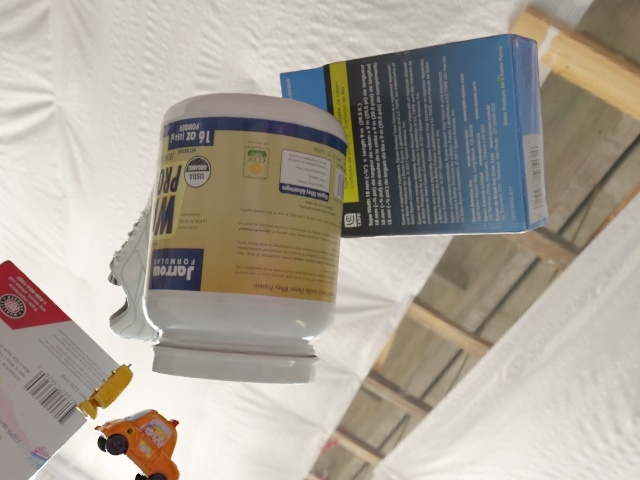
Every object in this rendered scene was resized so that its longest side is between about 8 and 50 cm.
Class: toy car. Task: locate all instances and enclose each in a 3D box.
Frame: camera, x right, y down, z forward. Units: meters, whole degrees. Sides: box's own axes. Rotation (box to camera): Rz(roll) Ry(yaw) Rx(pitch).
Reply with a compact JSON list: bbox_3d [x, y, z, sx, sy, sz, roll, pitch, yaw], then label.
[{"bbox_3d":[-0.091,0.101,0.434,0.060,0.040,0.122,40,-25,7],"label":"toy car"}]

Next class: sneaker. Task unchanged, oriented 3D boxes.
[{"bbox_3d":[-0.253,0.016,1.222,0.118,0.292,0.110,5,7,-12],"label":"sneaker"}]

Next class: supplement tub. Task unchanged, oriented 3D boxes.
[{"bbox_3d":[-0.089,0.005,0.977,0.228,0.316,0.228,4,-7,1],"label":"supplement tub"}]

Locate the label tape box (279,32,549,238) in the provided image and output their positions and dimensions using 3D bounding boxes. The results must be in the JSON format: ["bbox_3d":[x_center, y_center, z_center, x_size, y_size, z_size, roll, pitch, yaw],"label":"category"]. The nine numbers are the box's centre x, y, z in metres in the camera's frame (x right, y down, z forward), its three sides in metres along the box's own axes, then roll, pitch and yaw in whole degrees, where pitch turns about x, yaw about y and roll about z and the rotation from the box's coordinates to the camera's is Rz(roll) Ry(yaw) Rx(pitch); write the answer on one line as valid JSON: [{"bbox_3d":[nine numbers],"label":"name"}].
[{"bbox_3d":[0.122,-0.129,1.100,0.334,0.106,0.240,-1,-82,32],"label":"label tape box"}]

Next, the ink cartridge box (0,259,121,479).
[{"bbox_3d":[-0.426,0.206,0.999,0.226,0.306,0.131,47,-40,-3],"label":"ink cartridge box"}]
